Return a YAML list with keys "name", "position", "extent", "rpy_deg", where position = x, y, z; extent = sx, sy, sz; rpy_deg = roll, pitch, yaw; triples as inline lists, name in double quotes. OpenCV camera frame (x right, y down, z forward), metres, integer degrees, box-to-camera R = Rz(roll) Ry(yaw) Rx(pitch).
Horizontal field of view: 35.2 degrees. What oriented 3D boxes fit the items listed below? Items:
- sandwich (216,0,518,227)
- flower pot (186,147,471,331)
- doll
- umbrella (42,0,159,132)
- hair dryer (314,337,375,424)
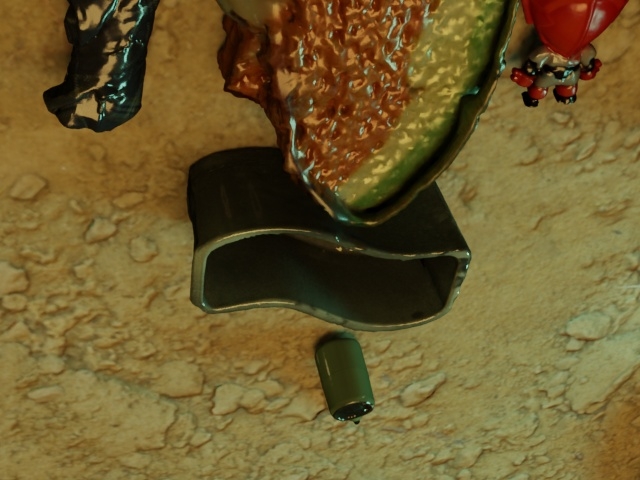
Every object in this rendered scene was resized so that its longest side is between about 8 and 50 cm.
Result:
- name: "sandwich"
  position: [0.029, -0.148, 0.710]
  extent: [0.212, 0.109, 0.292]
  rpy_deg: [-2, 127, -2]
- name: "flower pot"
  position: [0.000, 0.000, 0.829]
  extent: [0.229, 0.108, 0.103]
  rpy_deg: [8, 129, -20]
- name: "doll"
  position: [0.190, -0.171, 0.759]
  extent: [0.109, 0.057, 0.169]
  rpy_deg: [-4, 131, -8]
- name: "umbrella"
  position: [-0.129, -0.179, 0.665]
  extent: [0.071, 0.080, 0.224]
  rpy_deg: [31, 120, 5]
- name: "hair dryer"
  position: [0.028, 0.161, 1.020]
  extent: [0.047, 0.071, 0.150]
  rpy_deg: [-13, 149, -2]
